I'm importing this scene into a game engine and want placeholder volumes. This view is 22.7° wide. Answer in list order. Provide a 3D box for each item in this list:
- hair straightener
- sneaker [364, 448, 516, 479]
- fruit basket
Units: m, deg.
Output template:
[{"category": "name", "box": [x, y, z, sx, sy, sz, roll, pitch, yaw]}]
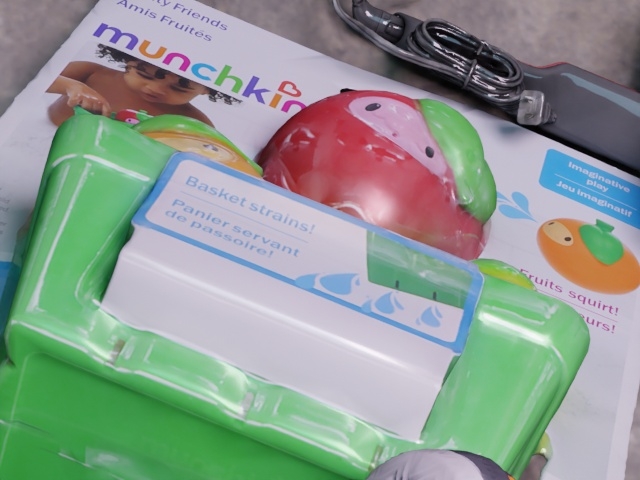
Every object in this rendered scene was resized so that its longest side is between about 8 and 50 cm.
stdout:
[{"category": "hair straightener", "box": [0.108, -0.091, 0.859, 0.230, 0.089, 0.047, 28, 100, -1]}, {"category": "sneaker", "box": [0.071, 0.233, 0.566, 0.180, 0.124, 0.321, 6, 96, -25]}, {"category": "fruit basket", "box": [0.000, 0.000, 0.725, 0.327, 0.165, 0.353, 22, 42, 3]}]
